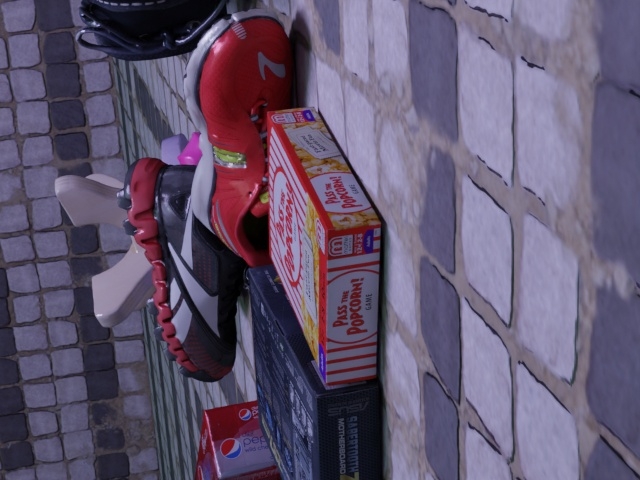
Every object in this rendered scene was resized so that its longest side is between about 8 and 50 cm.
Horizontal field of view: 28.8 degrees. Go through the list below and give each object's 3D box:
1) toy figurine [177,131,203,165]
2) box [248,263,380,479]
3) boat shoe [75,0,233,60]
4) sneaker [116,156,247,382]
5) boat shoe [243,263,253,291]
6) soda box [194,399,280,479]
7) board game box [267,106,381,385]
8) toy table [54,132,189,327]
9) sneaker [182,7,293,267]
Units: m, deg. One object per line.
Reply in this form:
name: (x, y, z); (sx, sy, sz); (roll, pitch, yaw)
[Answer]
toy figurine: (-0.123, -0.069, 1.439); (0.173, 0.130, 0.159); (-76, 7, -47)
box: (-0.007, 0.149, 1.107); (0.233, 0.059, 0.184); (-123, 28, -60)
boat shoe: (-0.165, -0.263, 1.282); (0.500, 0.186, 0.156); (-122, 24, -74)
sneaker: (-0.122, 0.036, 1.358); (0.098, 0.135, 0.276); (-65, -34, -60)
boat shoe: (-0.061, 0.035, 1.312); (0.142, 0.040, 0.049); (104, 154, -59)
soda box: (-0.106, 0.292, 1.573); (0.263, 0.083, 0.092); (106, 152, -60)
board game box: (0.000, 0.000, 1.013); (0.193, 0.045, 0.147); (-117, 22, -55)
toy table: (-0.223, -0.009, 1.620); (0.274, 0.160, 0.252); (-104, -5, -54)
sneaker: (-0.051, -0.085, 1.132); (0.118, 0.107, 0.279); (49, 153, 34)
